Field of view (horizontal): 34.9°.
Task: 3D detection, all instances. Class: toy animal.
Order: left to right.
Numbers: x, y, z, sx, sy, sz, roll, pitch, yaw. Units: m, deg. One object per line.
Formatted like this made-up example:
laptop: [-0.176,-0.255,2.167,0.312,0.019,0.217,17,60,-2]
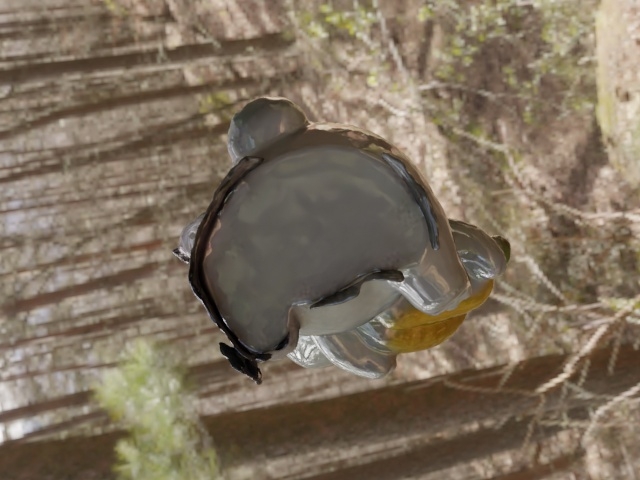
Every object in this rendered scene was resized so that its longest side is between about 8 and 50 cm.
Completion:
toy animal: [0.003,0.006,0.799,0.247,0.183,0.310,37,-177,4]
